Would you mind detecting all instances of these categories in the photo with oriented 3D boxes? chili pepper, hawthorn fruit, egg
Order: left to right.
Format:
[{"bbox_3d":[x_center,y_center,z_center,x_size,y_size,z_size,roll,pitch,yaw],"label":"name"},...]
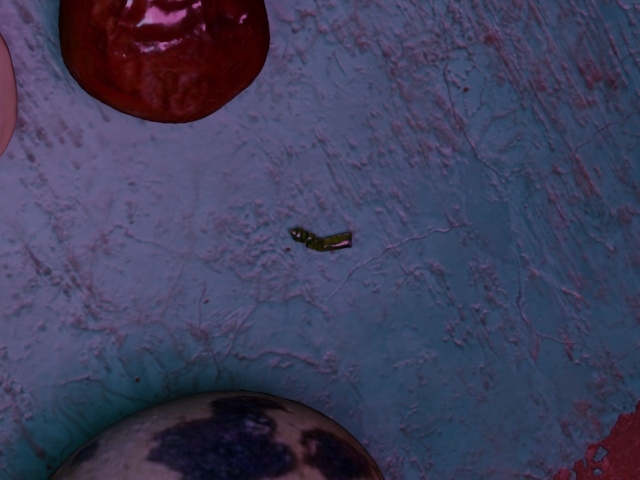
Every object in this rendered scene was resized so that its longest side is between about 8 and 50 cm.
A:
[{"bbox_3d":[-0.176,-0.263,1.846,0.230,0.210,0.266,-12,141,-3],"label":"hawthorn fruit"},{"bbox_3d":[-0.124,0.341,1.923,0.428,0.345,0.345,-2,101,-6],"label":"egg"},{"bbox_3d":[0.000,0.000,2.072,0.083,0.022,0.027,6,131,-21],"label":"chili pepper"}]

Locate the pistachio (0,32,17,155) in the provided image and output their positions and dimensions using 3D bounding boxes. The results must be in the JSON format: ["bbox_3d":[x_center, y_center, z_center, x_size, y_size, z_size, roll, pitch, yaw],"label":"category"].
[{"bbox_3d":[-0.459,-0.196,1.772,0.226,0.208,0.332,-42,97,10],"label":"pistachio"}]
